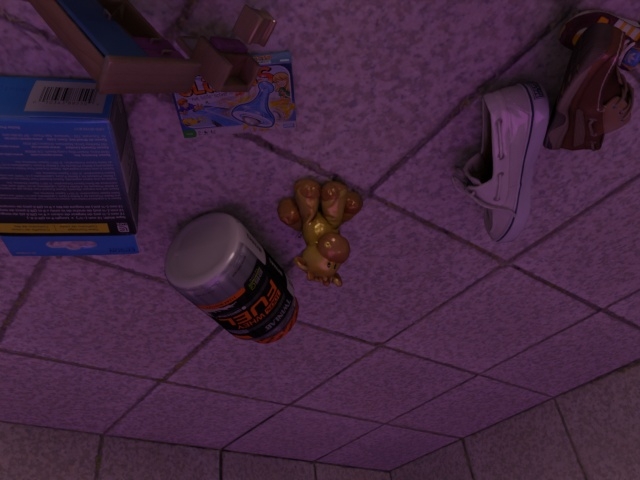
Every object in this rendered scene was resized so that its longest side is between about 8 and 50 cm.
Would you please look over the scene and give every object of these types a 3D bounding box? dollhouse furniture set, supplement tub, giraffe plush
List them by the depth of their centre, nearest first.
[{"bbox_3d":[-0.178,-0.364,0.660,0.286,0.198,0.303,-21,154,-51],"label":"dollhouse furniture set"},{"bbox_3d":[0.000,0.000,1.130,0.181,0.171,0.210,5,139,-16],"label":"giraffe plush"},{"bbox_3d":[-0.182,0.098,1.202,0.193,0.194,0.316,-20,140,15],"label":"supplement tub"}]

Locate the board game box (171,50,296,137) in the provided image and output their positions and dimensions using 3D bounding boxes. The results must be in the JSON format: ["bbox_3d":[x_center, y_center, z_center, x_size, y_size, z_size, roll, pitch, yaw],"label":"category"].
[{"bbox_3d":[-0.144,-0.244,0.912,0.201,0.035,0.136,-6,141,-2],"label":"board game box"}]

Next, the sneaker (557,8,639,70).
[{"bbox_3d":[0.486,-0.324,0.885,0.185,0.084,0.070,1,140,-12],"label":"sneaker"}]

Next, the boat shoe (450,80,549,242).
[{"bbox_3d":[0.328,-0.129,1.059,0.156,0.136,0.367,-8,138,0],"label":"boat shoe"}]

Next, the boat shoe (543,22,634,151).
[{"bbox_3d":[0.455,-0.239,0.887,0.116,0.123,0.324,18,174,18],"label":"boat shoe"}]

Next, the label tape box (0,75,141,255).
[{"bbox_3d":[-0.463,-0.115,0.958,0.248,0.115,0.348,0,143,-9],"label":"label tape box"}]
